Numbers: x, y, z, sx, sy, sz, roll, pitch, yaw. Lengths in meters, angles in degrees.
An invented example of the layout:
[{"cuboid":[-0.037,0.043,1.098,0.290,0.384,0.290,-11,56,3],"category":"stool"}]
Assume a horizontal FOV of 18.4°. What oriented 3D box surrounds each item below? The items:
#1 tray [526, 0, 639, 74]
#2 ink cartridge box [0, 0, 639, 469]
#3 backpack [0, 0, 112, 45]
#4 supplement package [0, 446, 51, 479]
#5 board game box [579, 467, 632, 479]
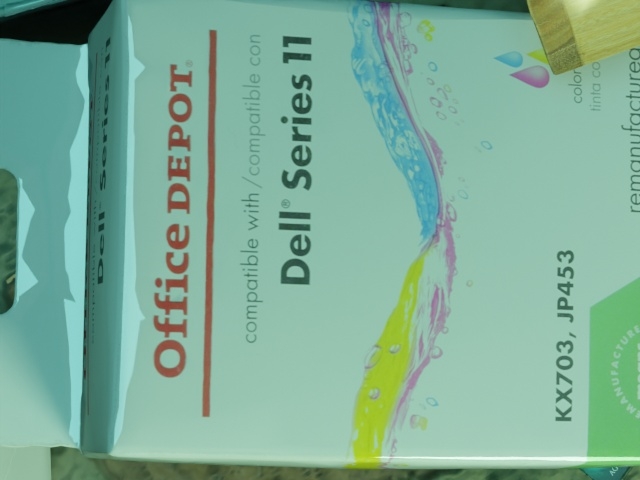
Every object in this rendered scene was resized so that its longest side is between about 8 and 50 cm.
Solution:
[{"cuboid":[0.144,-0.285,0.924,0.202,0.076,0.411,-20,56,8],"category":"tray"},{"cuboid":[0.000,0.000,0.897,0.353,0.119,0.207,2,84,-14],"category":"ink cartridge box"},{"cuboid":[-0.176,-0.228,1.018,0.225,0.191,0.254,-14,77,10],"category":"backpack"},{"cuboid":[-0.301,0.141,1.004,0.293,0.177,0.175,-4,84,9],"category":"supplement package"},{"cuboid":[0.155,0.018,1.008,0.126,0.026,0.186,37,92,11],"category":"board game box"}]
